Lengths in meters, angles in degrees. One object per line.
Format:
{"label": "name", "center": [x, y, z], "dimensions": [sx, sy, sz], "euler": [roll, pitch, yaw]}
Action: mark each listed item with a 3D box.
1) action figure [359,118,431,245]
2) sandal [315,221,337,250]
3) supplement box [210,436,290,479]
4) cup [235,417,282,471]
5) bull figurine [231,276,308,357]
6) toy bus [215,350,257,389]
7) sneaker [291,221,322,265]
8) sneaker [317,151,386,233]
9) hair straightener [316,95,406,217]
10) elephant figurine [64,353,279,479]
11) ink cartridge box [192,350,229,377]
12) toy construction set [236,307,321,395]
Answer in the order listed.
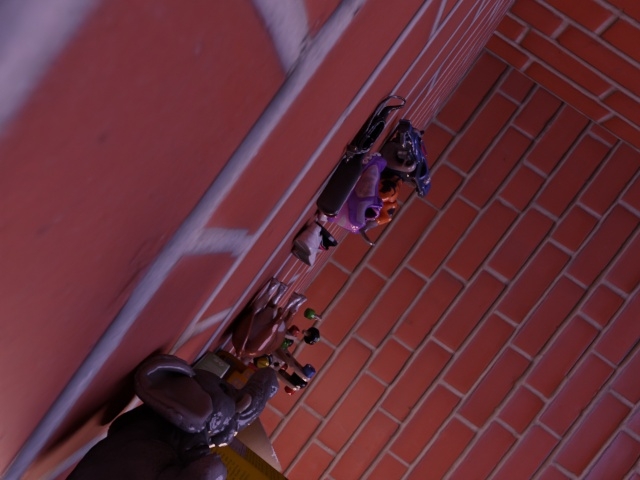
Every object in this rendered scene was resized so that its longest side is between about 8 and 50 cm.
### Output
{"label": "action figure", "center": [0.177, -0.188, 1.169], "dimensions": [0.330, 0.179, 0.341], "euler": [-59, 150, -15]}
{"label": "sandal", "center": [0.000, 0.000, 1.005], "dimensions": [0.040, 0.067, 0.179], "euler": [-41, 177, -8]}
{"label": "supplement box", "center": [-0.235, 0.566, 0.999], "dimensions": [0.195, 0.357, 0.194], "euler": [-52, 175, -18]}
{"label": "cup", "center": [-0.296, 0.610, 1.343], "dimensions": [0.237, 0.331, 0.331], "euler": [-25, 166, -17]}
{"label": "bull figurine", "center": [-0.118, 0.186, 0.981], "dimensions": [0.188, 0.101, 0.310], "euler": [-57, 178, -6]}
{"label": "toy bus", "center": [-0.204, 0.333, 1.005], "dimensions": [0.108, 0.130, 0.332], "euler": [-51, 175, -20]}
{"label": "sneaker", "center": [-0.022, 0.010, 0.900], "dimensions": [0.061, 0.054, 0.152], "euler": [-55, 176, -18]}
{"label": "sneaker", "center": [0.091, -0.096, 0.930], "dimensions": [0.236, 0.105, 0.095], "euler": [-51, 174, -39]}
{"label": "hair straightener", "center": [0.068, -0.139, 0.707], "dimensions": [0.230, 0.047, 0.089], "euler": [-54, 176, 2]}
{"label": "elephant figurine", "center": [-0.156, 0.207, 0.475], "dimensions": [0.170, 0.186, 0.239], "euler": [-21, -149, 9]}
{"label": "ink cartridge box", "center": [-0.253, 0.296, 0.714], "dimensions": [0.171, 0.056, 0.235], "euler": [-54, 178, 10]}
{"label": "toy construction set", "center": [-0.182, 0.362, 1.419], "dimensions": [0.309, 0.237, 0.257], "euler": [-36, -144, 33]}
